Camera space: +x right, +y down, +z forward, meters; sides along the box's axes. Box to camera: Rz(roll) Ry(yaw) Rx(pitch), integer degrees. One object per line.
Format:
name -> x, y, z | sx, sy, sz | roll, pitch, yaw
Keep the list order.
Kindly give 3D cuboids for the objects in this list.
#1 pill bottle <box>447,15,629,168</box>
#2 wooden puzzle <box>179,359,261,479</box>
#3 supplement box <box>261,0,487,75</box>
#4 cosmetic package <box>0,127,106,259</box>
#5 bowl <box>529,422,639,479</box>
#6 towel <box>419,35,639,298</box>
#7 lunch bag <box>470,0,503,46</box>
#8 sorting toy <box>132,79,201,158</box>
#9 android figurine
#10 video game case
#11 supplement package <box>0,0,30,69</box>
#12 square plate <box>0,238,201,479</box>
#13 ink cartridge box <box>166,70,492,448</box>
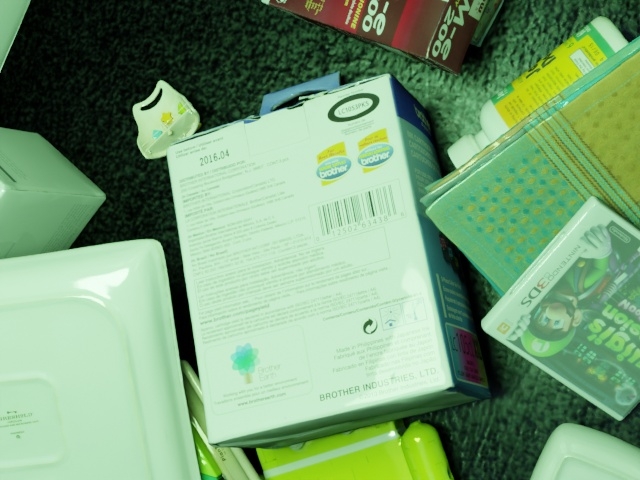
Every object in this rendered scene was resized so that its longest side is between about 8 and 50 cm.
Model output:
pill bottle -> 0.239, -0.122, 1.218 | 0.208, 0.117, 0.117 | -38, 78, 15
wooden puzzle -> -0.186, 0.284, 1.336 | 0.239, 0.044, 0.221 | -35, 82, 18
supplement box -> 0.062, -0.276, 1.270 | 0.239, 0.073, 0.130 | 26, 98, 35
cosmetic package -> -0.407, -0.010, 1.380 | 0.138, 0.225, 0.224 | 41, 101, 15
bowl -> 0.283, 0.274, 1.231 | 0.142, 0.053, 0.142 | 22, 95, 17
towel -> 0.322, -0.055, 1.169 | 0.370, 0.040, 0.271 | -37, 112, 13
lunch bag -> 0.157, -0.263, 1.284 | 0.071, 0.053, 0.083 | 29, 92, 19
sorting toy -> -0.187, -0.148, 1.407 | 0.083, 0.045, 0.075 | -42, 70, 14
android figurine -> 0.026, 0.271, 1.319 | 0.248, 0.056, 0.273 | -18, 85, 18
video game case -> 0.288, 0.073, 1.191 | 0.190, 0.022, 0.173 | 33, 109, -16
supplement package -> -0.474, -0.283, 1.419 | 0.145, 0.204, 0.262 | 27, 97, 17
square plate -> -0.314, 0.187, 1.264 | 0.347, 0.049, 0.344 | -7, 101, 5
ink cartridge box -> 0.000, 0.000, 1.261 | 0.270, 0.151, 0.395 | -16, 74, 18
